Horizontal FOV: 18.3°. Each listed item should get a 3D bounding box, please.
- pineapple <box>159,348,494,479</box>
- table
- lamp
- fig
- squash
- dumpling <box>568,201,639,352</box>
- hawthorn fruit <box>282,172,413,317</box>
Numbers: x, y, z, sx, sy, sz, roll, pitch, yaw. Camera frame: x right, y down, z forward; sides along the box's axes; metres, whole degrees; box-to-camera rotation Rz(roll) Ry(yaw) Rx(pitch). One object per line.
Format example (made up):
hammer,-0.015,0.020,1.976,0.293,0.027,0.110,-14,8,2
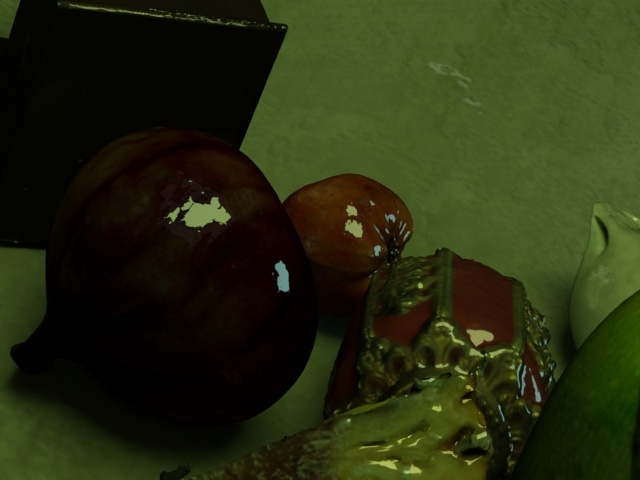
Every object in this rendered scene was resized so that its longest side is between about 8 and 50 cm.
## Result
pineapple,-0.010,0.242,1.320,0.344,0.286,0.209,-24,79,-2
table,-0.191,-0.174,1.686,0.196,0.250,0.282,3,40,-25
lamp,0.093,0.106,1.525,0.177,0.177,0.274,24,17,-1
fig,-0.110,0.033,1.498,0.235,0.235,0.214,41,44,22
squash,0.227,0.166,1.247,0.210,0.309,0.233,36,39,14
dumpling,0.310,0.083,1.762,0.179,0.131,0.252,28,41,-34
hawthorn fruit,0.012,0.007,1.689,0.140,0.125,0.125,-9,42,-3
